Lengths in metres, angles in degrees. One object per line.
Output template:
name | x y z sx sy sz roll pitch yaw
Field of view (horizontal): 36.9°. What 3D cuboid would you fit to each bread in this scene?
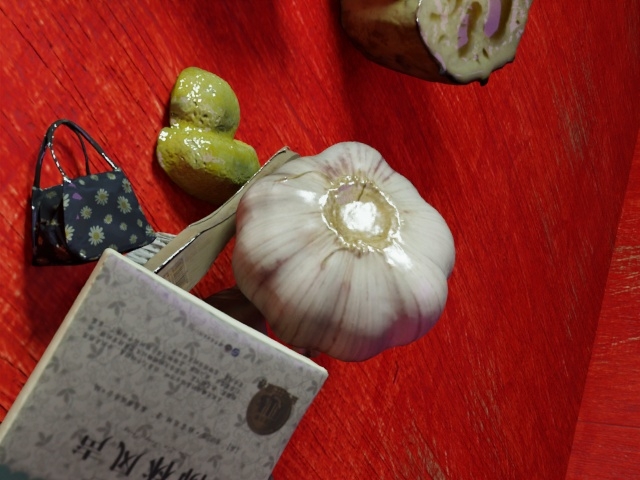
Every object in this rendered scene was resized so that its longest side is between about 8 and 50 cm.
bread | -0.112 -0.120 1.118 0.187 0.065 0.150 27 63 -56

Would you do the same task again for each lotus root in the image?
lotus root | 0.133 -0.375 1.383 0.316 0.250 0.316 -9 102 -49

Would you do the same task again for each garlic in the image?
garlic | 0.013 0.045 1.066 0.245 0.245 0.253 -59 174 -41

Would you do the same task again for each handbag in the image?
handbag | -0.231 -0.048 0.918 0.115 0.072 0.139 -18 94 -57

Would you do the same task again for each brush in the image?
brush | -0.133 -0.010 1.041 0.327 0.065 0.070 -45 147 -38

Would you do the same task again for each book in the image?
book | -0.178 0.227 0.838 0.264 0.031 0.379 33 84 -34

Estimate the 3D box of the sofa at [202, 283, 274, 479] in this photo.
sofa | -0.089 0.180 1.051 0.225 0.176 0.210 -35 121 -55
